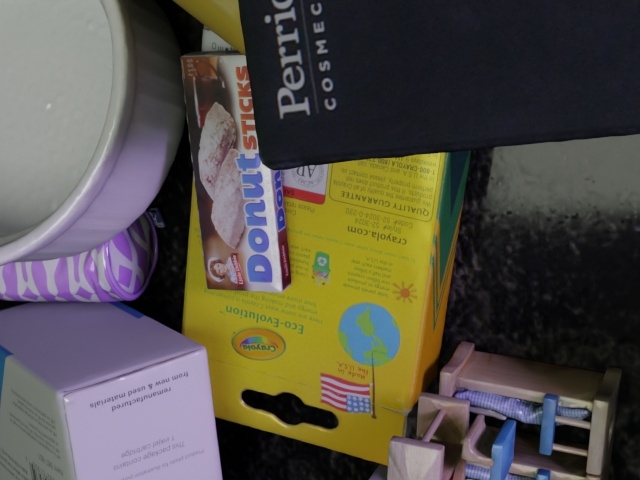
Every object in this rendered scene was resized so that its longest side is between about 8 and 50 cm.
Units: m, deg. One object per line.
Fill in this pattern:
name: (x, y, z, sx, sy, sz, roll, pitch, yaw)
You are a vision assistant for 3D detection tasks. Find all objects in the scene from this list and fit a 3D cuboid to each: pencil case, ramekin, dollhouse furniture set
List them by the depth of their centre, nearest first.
dollhouse furniture set: (0.136, 0.176, 0.965, 0.129, 0.183, 0.129, 8, 110, 19)
ramekin: (-0.237, -0.111, 1.008, 0.277, 0.135, 0.277, -1, 86, 21)
pencil case: (-0.239, 0.008, 1.114, 0.206, 0.086, 0.088, -2, 137, 22)

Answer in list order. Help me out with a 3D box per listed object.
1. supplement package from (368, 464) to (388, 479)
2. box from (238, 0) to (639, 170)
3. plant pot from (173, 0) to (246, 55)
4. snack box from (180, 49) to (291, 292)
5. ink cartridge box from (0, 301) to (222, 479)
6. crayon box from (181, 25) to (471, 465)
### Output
supplement package: (0.062, 0.331, 0.986, 0.177, 0.293, 0.175, 17, 113, 17)
box: (0.202, -0.299, 0.635, 0.471, 0.297, 0.480, -3, 98, 39)
plant pot: (-0.067, -0.264, 0.867, 0.254, 0.254, 0.239, -38, 96, 28)
snack box: (-0.061, -0.050, 0.969, 0.064, 0.022, 0.178, 1, 107, 21)
ink cartridge box: (-0.179, 0.218, 1.087, 0.223, 0.129, 0.307, 18, 119, 53)
crayon box: (0.000, 0.000, 1.019, 0.202, 0.081, 0.319, 14, 112, 18)
